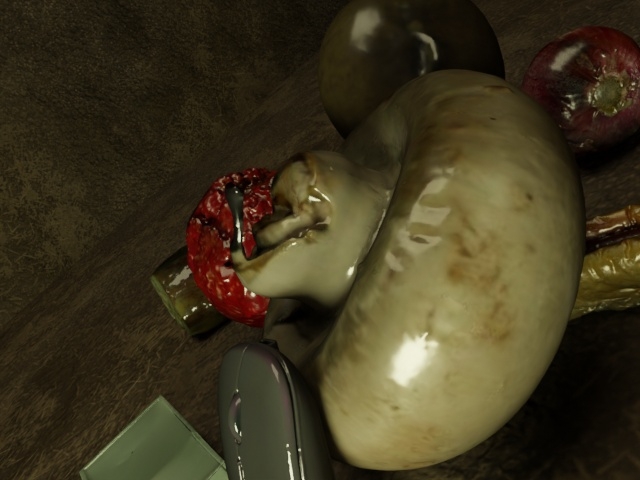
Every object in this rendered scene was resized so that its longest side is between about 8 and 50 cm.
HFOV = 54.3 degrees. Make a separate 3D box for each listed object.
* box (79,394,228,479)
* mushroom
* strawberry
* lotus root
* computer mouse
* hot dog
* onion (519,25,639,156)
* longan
[{"bbox_3d":[-0.168,0.274,0.686,0.129,0.086,0.225,-44,23,-19],"label":"box"},{"bbox_3d":[0.048,0.010,0.558,0.362,0.295,0.362,-58,17,30],"label":"mushroom"},{"bbox_3d":[-0.060,-0.004,0.857,0.274,0.220,0.274,-40,2,2],"label":"strawberry"},{"bbox_3d":[-0.229,0.081,1.133,0.119,0.138,0.235,-33,14,-18],"label":"lotus root"},{"bbox_3d":[-0.029,0.190,0.466,0.057,0.232,0.120,-18,9,-32],"label":"computer mouse"},{"bbox_3d":[0.278,0.014,0.563,0.243,0.073,0.084,-19,32,38],"label":"hot dog"},{"bbox_3d":[0.326,-0.195,0.804,0.159,0.159,0.195,-33,19,8],"label":"onion"},{"bbox_3d":[0.148,-0.266,1.027,0.319,0.319,0.319,-31,22,14],"label":"longan"}]
